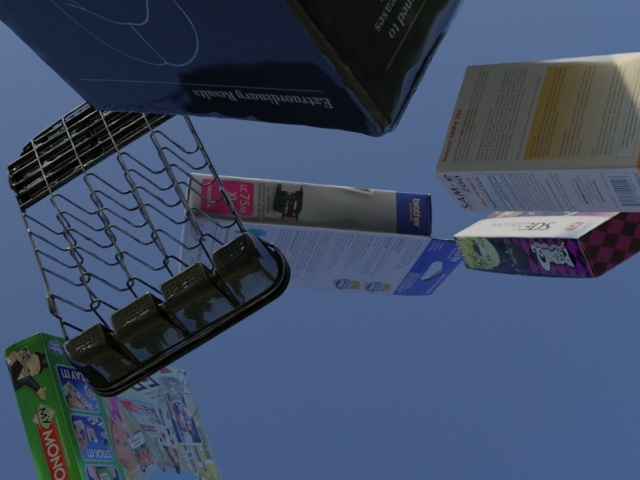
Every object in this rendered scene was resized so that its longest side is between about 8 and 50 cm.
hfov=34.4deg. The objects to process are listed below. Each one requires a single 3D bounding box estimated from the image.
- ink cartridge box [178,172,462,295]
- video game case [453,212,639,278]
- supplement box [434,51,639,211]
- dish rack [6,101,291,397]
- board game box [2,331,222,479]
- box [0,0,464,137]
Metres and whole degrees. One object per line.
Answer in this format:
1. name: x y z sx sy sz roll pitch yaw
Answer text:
1. ink cartridge box: 0.000 0.000 1.163 0.311 0.186 0.065 7 -114 -8
2. video game case: 0.256 -0.040 0.882 0.232 0.210 0.042 -29 -80 -16
3. supplement box: 0.107 -0.047 0.459 0.036 0.098 0.062 48 -126 -46
4. dish rack: -0.172 -0.021 0.942 0.208 0.074 0.271 -31 -122 2
5. board game box: -0.192 0.221 1.065 0.046 0.317 0.214 -26 -109 11
6. box: -0.116 -0.265 0.576 0.395 0.293 0.212 48 -117 -41
